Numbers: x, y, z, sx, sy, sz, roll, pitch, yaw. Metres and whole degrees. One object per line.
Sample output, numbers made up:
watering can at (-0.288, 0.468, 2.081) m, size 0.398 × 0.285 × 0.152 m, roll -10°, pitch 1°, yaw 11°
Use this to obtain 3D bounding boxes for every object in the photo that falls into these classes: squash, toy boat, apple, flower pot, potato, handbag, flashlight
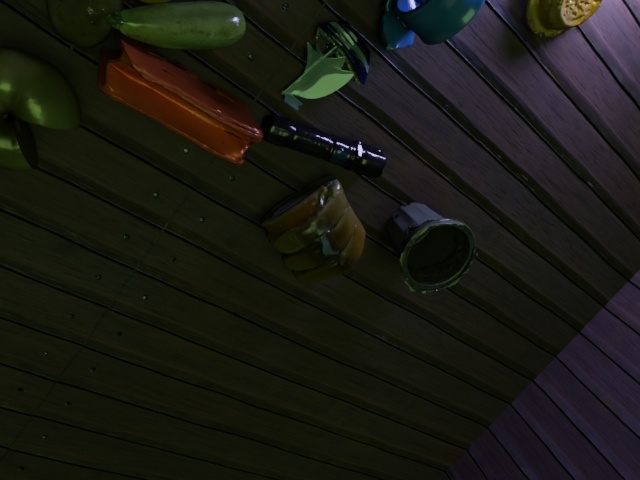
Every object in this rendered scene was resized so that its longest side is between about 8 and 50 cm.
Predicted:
squash at (-0.350, -0.535, 1.372) m, size 0.371 × 0.118 × 0.118 m, roll -21°, pitch 127°, yaw -38°
toy boat at (0.009, -0.520, 1.604) m, size 0.292 × 0.070 × 0.210 m, roll -21°, pitch 121°, yaw -5°
apple at (-0.736, -0.315, 1.321) m, size 0.292 × 0.254 × 0.291 m, roll -10°, pitch 119°, yaw -18°
flower pot at (0.360, 0.003, 1.921) m, size 0.291 × 0.259 × 0.290 m, roll -9°, pitch 122°, yaw -15°
potato at (-0.566, -0.571, 1.303) m, size 0.159 × 0.174 × 0.251 m, roll -19°, pitch 140°, yaw -51°
handbag at (-0.352, -0.372, 1.408) m, size 0.410 × 0.303 × 0.116 m, roll 27°, pitch 112°, yaw -34°
flashlight at (0.013, -0.294, 1.725) m, size 0.424 × 0.103 × 0.103 m, roll 14°, pitch 112°, yaw -25°

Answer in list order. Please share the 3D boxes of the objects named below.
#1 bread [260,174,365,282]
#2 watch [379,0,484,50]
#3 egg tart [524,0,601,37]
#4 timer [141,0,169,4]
bread at (0.000, 0.000, 1.815) m, size 0.301 × 0.210 × 0.341 m, roll -28°, pitch 125°, yaw -1°
watch at (0.295, -0.654, 1.511) m, size 0.241 × 0.274 × 0.305 m, roll 28°, pitch 101°, yaw -32°
egg tart at (0.781, -0.769, 1.721) m, size 0.288 × 0.118 × 0.288 m, roll -12°, pitch 134°, yaw -13°
timer at (-0.297, -0.729, 1.211) m, size 0.387 × 0.376 × 0.376 m, roll -17°, pitch 123°, yaw -2°
